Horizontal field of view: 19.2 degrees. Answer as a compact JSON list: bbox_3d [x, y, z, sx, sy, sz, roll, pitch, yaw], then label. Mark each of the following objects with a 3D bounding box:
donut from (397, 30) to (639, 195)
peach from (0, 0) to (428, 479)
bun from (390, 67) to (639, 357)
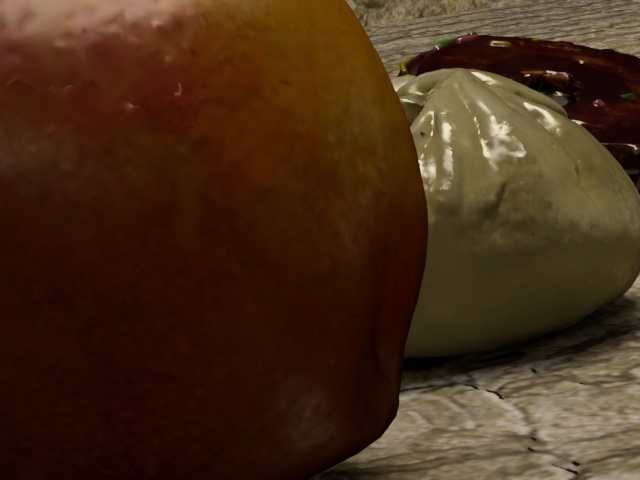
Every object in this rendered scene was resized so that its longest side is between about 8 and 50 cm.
[{"bbox_3d":[0.166,-0.080,1.412,0.235,0.089,0.235,3,28,-2],"label":"donut"},{"bbox_3d":[-0.107,-0.010,0.862,0.332,0.308,0.308,29,22,13],"label":"peach"},{"bbox_3d":[0.072,-0.023,1.130,0.259,0.160,0.259,-4,11,1],"label":"bun"}]
